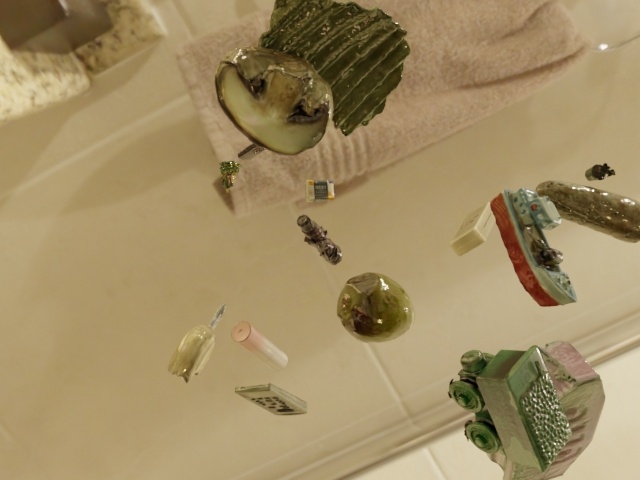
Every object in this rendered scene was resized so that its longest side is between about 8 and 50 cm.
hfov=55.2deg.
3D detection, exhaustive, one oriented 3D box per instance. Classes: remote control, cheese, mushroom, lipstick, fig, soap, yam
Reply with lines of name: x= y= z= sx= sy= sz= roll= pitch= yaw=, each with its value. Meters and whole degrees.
remote control: x=-0.157 y=-0.290 z=1.769 sx=0.059 sy=0.212 sz=0.028 roll=1 pitch=66 yaw=-50
cheese: x=-0.321 y=0.265 z=1.652 sx=0.071 sy=0.248 sz=0.163 roll=25 pitch=-22 yaw=6
mushroom: x=-0.087 y=-0.312 z=1.342 sx=0.164 sy=0.267 sz=0.189 roll=-58 pitch=162 yaw=-51
lipstick: x=-0.237 y=0.424 z=2.430 sx=0.327 sy=0.087 sz=0.087 roll=53 pitch=12 yaw=-50
fig: x=0.193 y=0.229 z=2.024 sx=0.271 sy=0.239 sz=0.239 roll=18 pitch=32 yaw=-29
remote control: x=-0.144 y=0.484 z=1.852 sx=0.285 sy=0.124 sz=0.038 roll=51 pitch=34 yaw=-56
soap: x=0.621 y=0.485 z=1.695 sx=0.156 sy=0.262 sz=0.446 roll=-113 pitch=-166 yaw=-51
yam: x=0.796 y=-0.095 z=1.815 sx=0.133 sy=0.331 sz=0.133 roll=17 pitch=90 yaw=-88

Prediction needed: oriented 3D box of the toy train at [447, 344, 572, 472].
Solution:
toy train: x=0.404 y=0.357 z=1.333 sx=0.202 sy=0.145 sz=0.266 roll=-9 pitch=-70 yaw=52

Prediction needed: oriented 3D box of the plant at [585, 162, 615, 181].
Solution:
plant: x=0.830 y=-0.204 z=1.807 sx=0.051 sy=0.051 sz=0.102 roll=63 pitch=-13 yaw=-2

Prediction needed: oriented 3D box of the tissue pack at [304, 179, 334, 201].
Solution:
tissue pack: x=-0.003 y=-0.144 z=1.790 sx=0.042 sy=0.083 sz=0.062 roll=138 pitch=-49 yaw=-73

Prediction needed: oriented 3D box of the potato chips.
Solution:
potato chips: x=0.030 y=-0.404 z=1.430 sx=0.389 sy=0.374 sz=0.097 roll=117 pitch=-29 yaw=-50

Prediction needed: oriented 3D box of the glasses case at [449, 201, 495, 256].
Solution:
glasses case: x=0.610 y=-0.048 z=2.425 sx=0.070 sy=0.131 sz=0.313 roll=51 pitch=35 yaw=-3

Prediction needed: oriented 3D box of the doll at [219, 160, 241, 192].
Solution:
doll: x=-0.334 y=-0.231 z=2.162 sx=0.077 sy=0.113 sz=0.078 roll=27 pitch=-17 yaw=-20

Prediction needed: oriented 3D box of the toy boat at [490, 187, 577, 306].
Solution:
toy boat: x=0.560 y=0.012 z=1.549 sx=0.145 sy=0.133 sz=0.331 roll=9 pitch=57 yaw=-43

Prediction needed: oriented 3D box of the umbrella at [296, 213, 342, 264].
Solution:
umbrella: x=0.000 y=0.000 z=2.430 sx=0.094 sy=0.090 sz=0.326 roll=35 pitch=-9 yaw=39

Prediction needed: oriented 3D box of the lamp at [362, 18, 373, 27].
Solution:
lamp: x=0.134 y=-0.590 z=1.688 sx=0.083 sy=0.031 sz=0.063 roll=-56 pitch=152 yaw=-38
